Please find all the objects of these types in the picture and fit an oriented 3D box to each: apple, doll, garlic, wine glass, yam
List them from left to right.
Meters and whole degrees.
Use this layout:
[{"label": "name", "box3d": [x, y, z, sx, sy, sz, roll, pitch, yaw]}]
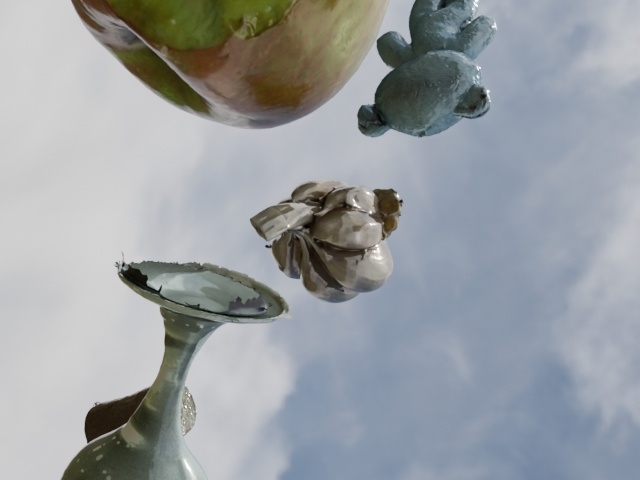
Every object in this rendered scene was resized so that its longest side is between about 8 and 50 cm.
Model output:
[{"label": "yam", "box3d": [-0.223, 0.222, 1.653, 0.127, 0.084, 0.084, -23, -123, 31]}, {"label": "wine glass", "box3d": [-0.132, 0.171, 1.060, 0.143, 0.143, 0.321, 41, -65, 61]}, {"label": "apple", "box3d": [-0.086, -0.287, 1.381, 0.339, 0.339, 0.340, -33, -128, 56]}, {"label": "garlic", "box3d": [0.000, 0.000, 1.353, 0.131, 0.194, 0.127, 17, -82, 26]}, {"label": "doll", "box3d": [0.103, -0.152, 1.169, 0.120, 0.075, 0.180, -10, -141, 29]}]
